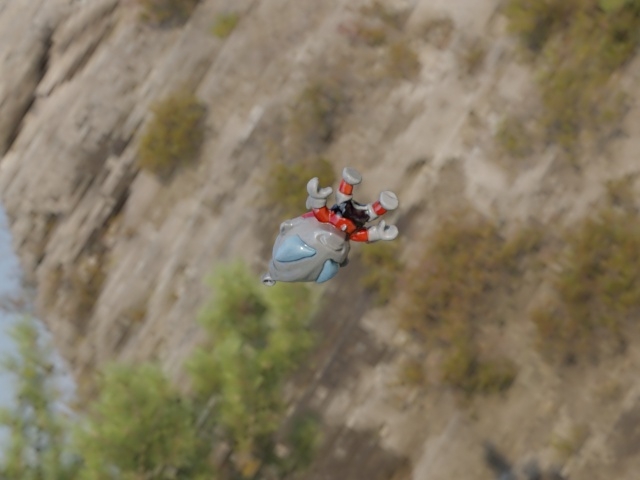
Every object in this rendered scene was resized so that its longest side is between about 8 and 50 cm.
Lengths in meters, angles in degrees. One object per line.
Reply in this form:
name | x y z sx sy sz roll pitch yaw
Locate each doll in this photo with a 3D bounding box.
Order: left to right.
doll | 0.000 0.001 0.928 0.057 0.039 0.114 8 -38 -40
